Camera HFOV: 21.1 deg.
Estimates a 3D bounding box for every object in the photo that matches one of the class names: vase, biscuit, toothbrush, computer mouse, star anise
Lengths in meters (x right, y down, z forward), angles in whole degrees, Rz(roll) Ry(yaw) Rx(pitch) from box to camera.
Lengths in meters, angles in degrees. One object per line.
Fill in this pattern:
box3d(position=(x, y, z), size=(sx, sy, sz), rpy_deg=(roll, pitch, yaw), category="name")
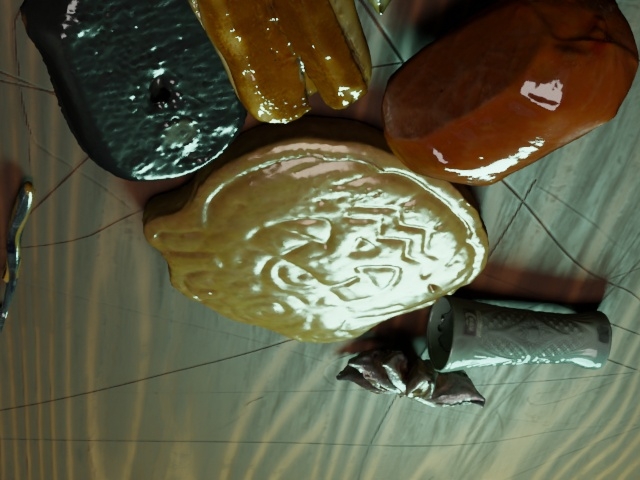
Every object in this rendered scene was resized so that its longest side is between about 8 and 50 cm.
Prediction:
box3d(position=(0.250, 0.120, 2.136), size=(0.219, 0.096, 0.096), rpy_deg=(3, 146, -16), category="vase")
box3d(position=(0.000, 0.002, 1.953), size=(0.365, 0.062, 0.385), rpy_deg=(-27, 140, 31), category="biscuit")
box3d(position=(-0.358, 0.025, 1.983), size=(0.031, 0.023, 0.321), rpy_deg=(5, 146, -18), category="toothbrush")
box3d(position=(-0.168, -0.180, 1.590), size=(0.183, 0.116, 0.323), rpy_deg=(-29, 145, -10), category="computer mouse")
box3d(position=(0.115, 0.173, 2.199), size=(0.182, 0.065, 0.195), rpy_deg=(14, 175, -13), category="star anise")

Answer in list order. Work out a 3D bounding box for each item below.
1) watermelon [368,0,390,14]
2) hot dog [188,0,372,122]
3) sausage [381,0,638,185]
box3d(position=(-0.002, -0.329, 1.390), size=(0.128, 0.159, 0.303), rpy_deg=(13, 162, 18), category="watermelon")
box3d(position=(-0.046, -0.222, 1.470), size=(0.135, 0.100, 0.337), rpy_deg=(-12, 148, 11), category="hot dog")
box3d(position=(0.178, -0.147, 1.661), size=(0.268, 0.153, 0.141), rpy_deg=(-29, 148, 36), category="sausage")
